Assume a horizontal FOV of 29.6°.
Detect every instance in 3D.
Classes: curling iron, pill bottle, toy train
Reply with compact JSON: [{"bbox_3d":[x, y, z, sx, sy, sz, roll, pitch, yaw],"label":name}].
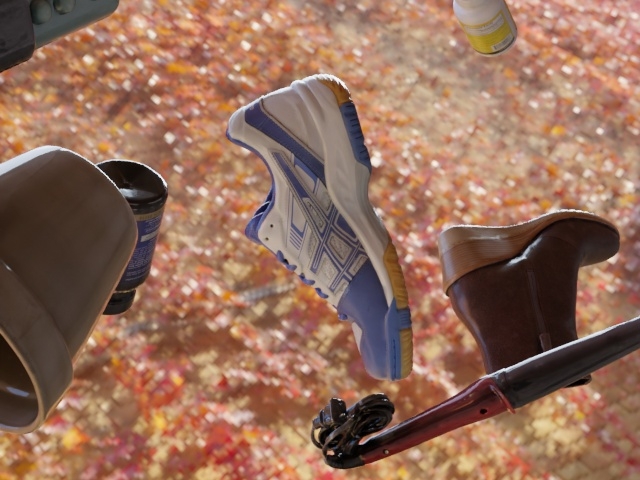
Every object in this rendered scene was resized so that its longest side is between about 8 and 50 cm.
[{"bbox_3d":[0.117,0.106,0.846,0.274,0.035,0.068,-20,-35,14],"label":"curling iron"},{"bbox_3d":[0.207,-0.290,1.541,0.065,0.065,0.116,-49,-34,-5],"label":"pill bottle"},{"bbox_3d":[-0.305,0.000,1.803,0.123,0.123,0.219,-15,-45,-40],"label":"pill bottle"},{"bbox_3d":[-0.345,-0.264,1.316,0.334,0.190,0.142,-37,-47,-47],"label":"toy train"}]

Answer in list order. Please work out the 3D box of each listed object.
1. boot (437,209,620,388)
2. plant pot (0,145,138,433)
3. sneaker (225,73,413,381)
[{"bbox_3d":[0.257,0.072,1.346,0.248,0.207,0.090,-4,-34,-24],"label":"boot"},{"bbox_3d":[-0.388,0.037,1.537,0.280,0.323,0.323,-50,-32,-36],"label":"plant pot"},{"bbox_3d":[0.000,0.000,1.135,0.131,0.112,0.296,-18,-85,-2],"label":"sneaker"}]
